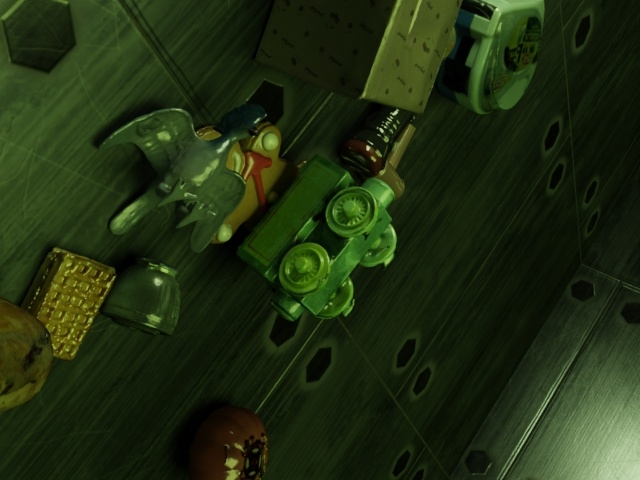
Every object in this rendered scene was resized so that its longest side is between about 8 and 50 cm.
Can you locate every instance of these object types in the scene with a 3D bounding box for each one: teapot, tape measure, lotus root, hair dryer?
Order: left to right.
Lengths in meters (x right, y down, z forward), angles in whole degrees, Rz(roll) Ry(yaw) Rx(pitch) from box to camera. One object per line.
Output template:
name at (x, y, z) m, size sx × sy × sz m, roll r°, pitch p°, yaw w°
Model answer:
lotus root at (-0.431, 0.130, 0.799) m, size 0.291 × 0.193 × 0.193 m, roll 22°, pitch 94°, yaw -57°
teapot at (-0.242, 0.084, 1.093) m, size 0.149 × 0.111 × 0.108 m, roll 35°, pitch 69°, yaw -51°
hair dryer at (0.147, -0.179, 1.501) m, size 0.182 × 0.064 × 0.117 m, roll -64°, pitch 146°, yaw -13°
tape measure at (0.357, -0.402, 1.560) m, size 0.259 × 0.138 × 0.262 m, roll -23°, pitch 129°, yaw -44°

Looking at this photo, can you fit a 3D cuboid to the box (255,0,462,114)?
box at (0.074, -0.364, 1.110) m, size 0.190 × 0.225 × 0.297 m, roll 3°, pitch 111°, yaw -54°

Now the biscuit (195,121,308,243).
biscuit at (-0.112, -0.082, 1.213) m, size 0.216 × 0.047 × 0.339 m, roll -62°, pitch 147°, yaw -4°

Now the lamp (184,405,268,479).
lamp at (-0.177, 0.397, 1.381) m, size 0.182 × 0.140 × 0.182 m, roll -25°, pitch 118°, yaw -60°

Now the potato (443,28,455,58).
potato at (0.190, -0.384, 1.364) m, size 0.182 × 0.117 × 0.202 m, roll -56°, pitch 146°, yaw -17°

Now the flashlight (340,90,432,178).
flashlight at (0.130, -0.229, 1.421) m, size 0.232 × 0.093 × 0.093 m, roll -55°, pitch 147°, yaw -22°

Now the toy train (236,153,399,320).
toy train at (0.000, 0.000, 1.215) m, size 0.272 × 0.188 × 0.159 m, roll -51°, pitch 148°, yaw -7°

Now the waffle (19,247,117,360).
waffle at (-0.349, 0.087, 1.002) m, size 0.102 × 0.042 × 0.148 m, roll 29°, pitch 88°, yaw -56°

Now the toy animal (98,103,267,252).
toy animal at (-0.183, -0.092, 1.046) m, size 0.255 × 0.176 × 0.239 m, roll -22°, pitch 127°, yaw 14°
